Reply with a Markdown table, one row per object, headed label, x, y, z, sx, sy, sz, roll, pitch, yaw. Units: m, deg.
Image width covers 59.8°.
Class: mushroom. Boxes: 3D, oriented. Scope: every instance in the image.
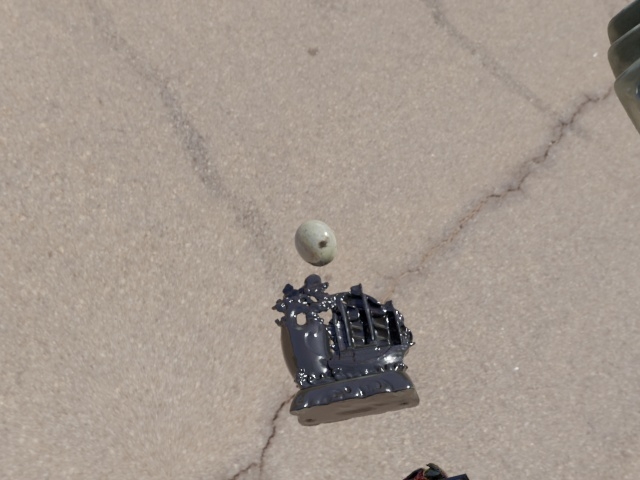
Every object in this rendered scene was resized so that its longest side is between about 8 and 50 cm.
| label | x | y | z | sx | sy | sz | roll | pitch | yaw |
| --- | --- | --- | --- | --- | --- | --- | --- | --- | --- |
| mushroom | 0.000 | 0.000 | 0.967 | 0.085 | 0.085 | 0.079 | 49 | 48 | 8 |

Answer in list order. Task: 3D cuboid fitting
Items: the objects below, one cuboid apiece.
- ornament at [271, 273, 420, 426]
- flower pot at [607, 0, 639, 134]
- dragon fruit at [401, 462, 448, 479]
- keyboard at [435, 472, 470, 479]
| label | x | y | z | sx | sy | sz | roll | pitch | yaw |
| --- | --- | --- | --- | --- | --- | --- | --- | --- | --- |
| ornament | 0.041 | 0.177 | 0.993 | 0.251 | 0.106 | 0.261 | -11 | 60 | 9 |
| flower pot | 0.565 | -0.206 | 0.828 | 0.254 | 0.164 | 0.368 | -4 | 66 | -43 |
| dragon fruit | 0.149 | 0.437 | 0.862 | 0.166 | 0.160 | 0.172 | 44 | 77 | 4 |
| keyboard | 0.115 | 0.360 | 0.752 | 0.064 | 0.198 | 0.010 | 60 | 22 | -15 |
